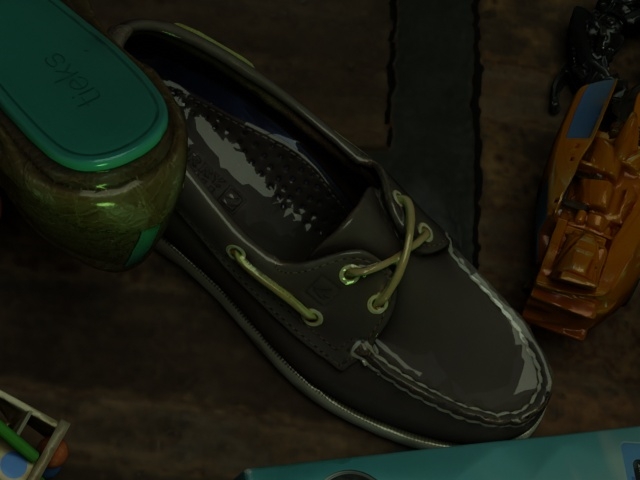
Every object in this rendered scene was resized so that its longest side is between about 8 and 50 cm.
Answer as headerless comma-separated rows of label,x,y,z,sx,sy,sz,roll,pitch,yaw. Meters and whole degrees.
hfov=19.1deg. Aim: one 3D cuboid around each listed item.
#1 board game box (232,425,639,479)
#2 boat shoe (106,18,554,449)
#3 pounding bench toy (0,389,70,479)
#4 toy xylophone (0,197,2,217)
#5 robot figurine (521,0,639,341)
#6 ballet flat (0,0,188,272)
board game box,0.131,0.233,1.002,0.336,0.079,0.253,-4,71,-19
boat shoe,0.000,0.000,1.038,0.324,0.097,0.116,39,63,0
pounding bench toy,-0.161,0.104,0.957,0.065,0.083,0.052,29,64,-4
toy xylophone,-0.293,0.047,0.906,0.236,0.081,0.322,19,75,-15
robot figurine,0.231,-0.053,1.123,0.211,0.085,0.291,22,61,3
ballet flat,-0.172,-0.108,0.995,0.116,0.124,0.342,-27,57,-23
